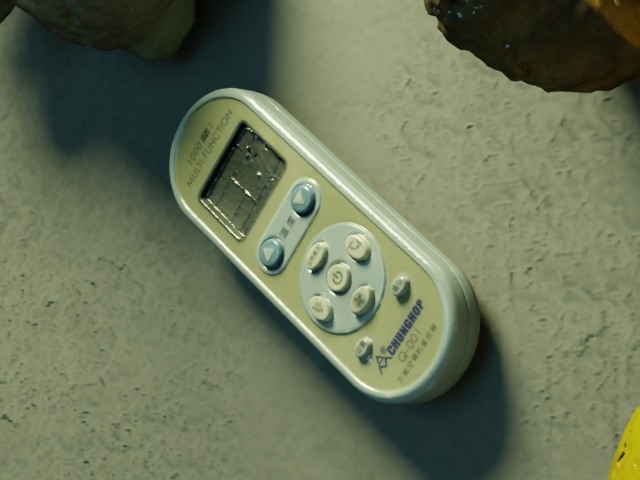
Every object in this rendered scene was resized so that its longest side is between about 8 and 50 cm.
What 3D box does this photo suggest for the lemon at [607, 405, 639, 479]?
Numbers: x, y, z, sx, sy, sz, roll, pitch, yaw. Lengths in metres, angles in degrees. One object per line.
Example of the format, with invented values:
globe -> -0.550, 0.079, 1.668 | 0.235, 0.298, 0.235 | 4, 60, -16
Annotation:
lemon -> 0.214, 0.114, 0.790 | 0.193, 0.180, 0.180 | -27, 65, 3

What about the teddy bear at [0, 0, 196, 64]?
teddy bear -> -0.168, -0.231, 1.169 | 0.267, 0.151, 0.236 | 43, 110, 34

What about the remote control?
remote control -> 0.000, 0.000, 1.067 | 0.244, 0.047, 0.087 | 44, 116, 34

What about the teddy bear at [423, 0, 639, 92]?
teddy bear -> 0.157, -0.158, 0.903 | 0.140, 0.177, 0.190 | 41, 121, -13
